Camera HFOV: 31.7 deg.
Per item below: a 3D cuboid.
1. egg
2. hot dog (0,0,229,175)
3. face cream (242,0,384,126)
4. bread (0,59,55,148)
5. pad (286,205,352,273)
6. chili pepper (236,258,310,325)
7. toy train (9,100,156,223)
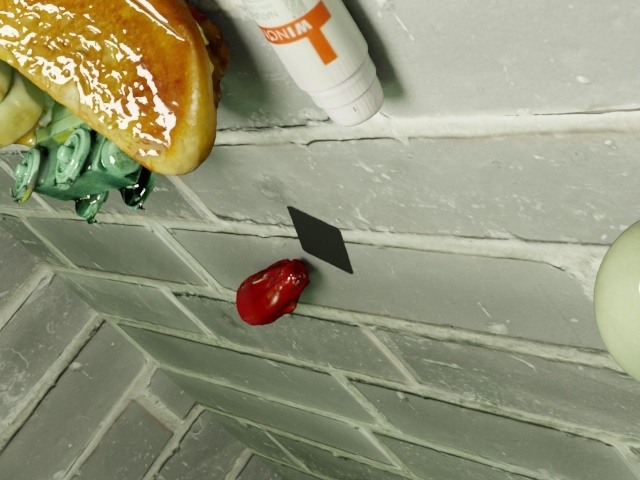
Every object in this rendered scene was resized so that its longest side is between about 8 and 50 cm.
[{"bbox_3d":[0.396,0.069,1.237,0.186,0.186,0.253,22,158,31],"label":"egg"},{"bbox_3d":[-0.283,-0.277,1.508,0.405,0.223,0.185,36,-170,-6],"label":"hot dog"},{"bbox_3d":[-0.026,-0.266,1.296,0.102,0.102,0.345,14,149,45],"label":"face cream"},{"bbox_3d":[-0.574,-0.294,1.689,0.341,0.210,0.300,34,-148,-63],"label":"bread"},{"bbox_3d":[0.000,0.000,1.961,0.112,0.003,0.157,26,157,24],"label":"pad"},{"bbox_3d":[-0.092,0.101,2.179,0.110,0.110,0.387,39,158,-8],"label":"chili pepper"},{"bbox_3d":[-0.361,-0.170,1.796,0.160,0.253,0.397,18,167,-29],"label":"toy train"}]
